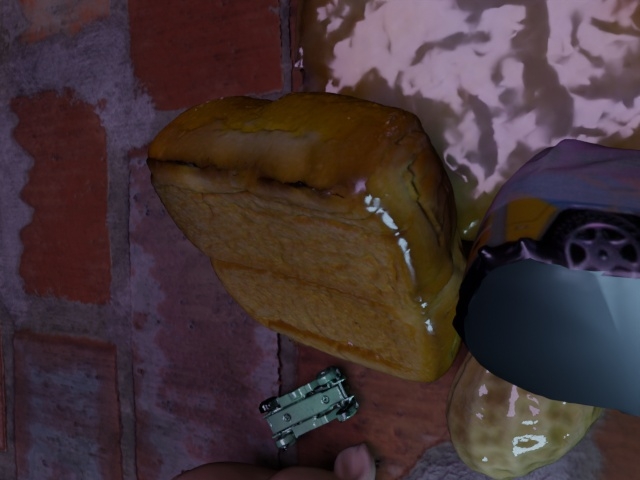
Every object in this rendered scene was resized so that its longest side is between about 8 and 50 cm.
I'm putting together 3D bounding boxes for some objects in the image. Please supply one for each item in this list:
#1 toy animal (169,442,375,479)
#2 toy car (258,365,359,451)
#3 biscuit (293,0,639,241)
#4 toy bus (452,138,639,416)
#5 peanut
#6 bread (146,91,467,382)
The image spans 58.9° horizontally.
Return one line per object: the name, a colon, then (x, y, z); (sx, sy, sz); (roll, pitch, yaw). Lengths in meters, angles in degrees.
toy animal: (-0.069, 0.368, 0.721); (0.256, 0.213, 0.194); (-2, 88, 28)
toy car: (-0.016, 0.227, 0.775); (0.143, 0.054, 0.073); (-34, 79, 22)
biscuit: (0.182, -0.213, 0.600); (0.446, 0.104, 0.429); (-40, 85, 24)
toy bus: (0.303, 0.035, 0.411); (0.387, 0.162, 0.171); (9, 134, 18)
peanut: (0.234, 0.113, 0.590); (0.147, 0.147, 0.305); (24, 100, 26)
bread: (0.004, -0.006, 0.623); (0.337, 0.148, 0.328); (11, 143, 39)
